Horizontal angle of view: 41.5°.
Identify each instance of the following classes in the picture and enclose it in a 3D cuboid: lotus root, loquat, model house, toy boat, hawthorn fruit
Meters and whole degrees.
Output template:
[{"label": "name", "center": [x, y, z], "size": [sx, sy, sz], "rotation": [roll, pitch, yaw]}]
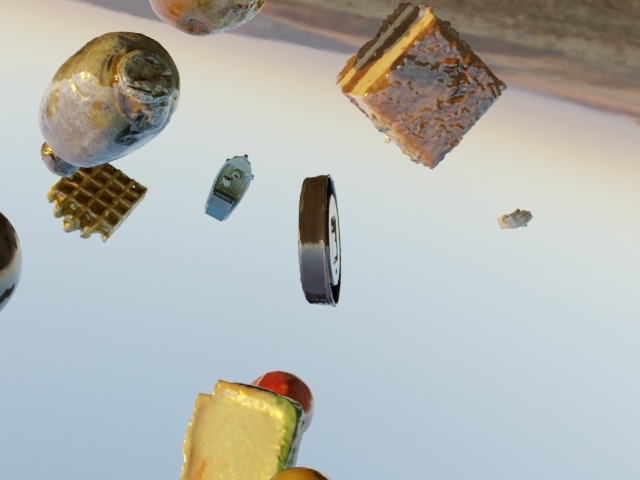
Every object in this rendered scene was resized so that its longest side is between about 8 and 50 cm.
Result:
[{"label": "lotus root", "center": [-0.322, -0.198, 1.244], "size": [0.175, 0.174, 0.350], "rotation": [3, 164, -39]}, {"label": "loquat", "center": [-0.229, -0.555, 1.663], "size": [0.276, 0.283, 0.276], "rotation": [-15, 160, -6]}, {"label": "model house", "center": [-0.123, 0.461, 1.701], "size": [0.245, 0.312, 0.280], "rotation": [7, 162, 25]}, {"label": "toy boat", "center": [-0.183, -0.108, 1.695], "size": [0.069, 0.173, 0.058], "rotation": [29, -149, -7]}, {"label": "hawthorn fruit", "center": [-0.115, 0.425, 2.163], "size": [0.197, 0.196, 0.225], "rotation": [17, 173, 12]}]

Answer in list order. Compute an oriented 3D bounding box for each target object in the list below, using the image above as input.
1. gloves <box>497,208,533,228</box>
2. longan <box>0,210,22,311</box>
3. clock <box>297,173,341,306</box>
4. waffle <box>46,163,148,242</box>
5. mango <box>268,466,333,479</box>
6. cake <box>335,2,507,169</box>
[{"label": "gloves", "center": [0.392, -0.039, 1.718], "size": [0.081, 0.044, 0.037], "rotation": [-26, -142, 9]}, {"label": "longan", "center": [-0.485, 0.032, 1.054], "size": [0.220, 0.196, 0.197], "rotation": [-11, -155, -34]}, {"label": "clock", "center": [0.000, 0.000, 1.164], "size": [0.040, 0.184, 0.184], "rotation": [-3, -169, 8]}, {"label": "waffle", "center": [-0.487, -0.086, 1.793], "size": [0.160, 0.055, 0.211], "rotation": [35, -139, -4]}, {"label": "mango", "center": [-0.051, 0.480, 1.326], "size": [0.157, 0.251, 0.114], "rotation": [19, 170, 14]}, {"label": "cake", "center": [0.207, -0.336, 1.833], "size": [0.256, 0.282, 0.290], "rotation": [39, -168, -16]}]
